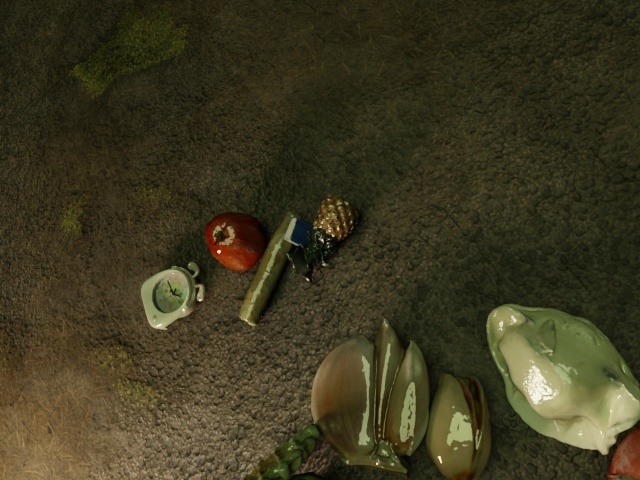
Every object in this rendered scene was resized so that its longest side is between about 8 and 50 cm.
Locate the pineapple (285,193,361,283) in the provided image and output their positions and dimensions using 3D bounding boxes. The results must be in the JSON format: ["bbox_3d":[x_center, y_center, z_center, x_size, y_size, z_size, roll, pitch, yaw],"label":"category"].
[{"bbox_3d":[0.000,0.000,1.350,0.119,0.111,0.237,32,89,0],"label":"pineapple"}]

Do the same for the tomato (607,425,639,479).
[{"bbox_3d":[0.628,0.433,0.884,0.264,0.265,0.265,-7,72,21],"label":"tomato"}]

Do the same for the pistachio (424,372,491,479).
[{"bbox_3d":[0.287,0.387,1.102,0.143,0.144,0.215,-1,77,22],"label":"pistachio"}]

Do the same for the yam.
[{"bbox_3d":[-0.130,0.072,1.406,0.071,0.067,0.318,14,77,53],"label":"yam"}]

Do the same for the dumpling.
[{"bbox_3d":[0.473,0.272,1.071,0.318,0.187,0.243,39,131,39],"label":"dumpling"}]

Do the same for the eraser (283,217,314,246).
[{"bbox_3d":[-0.050,-0.017,1.390,0.027,0.084,0.063,13,80,46],"label":"eraser"}]

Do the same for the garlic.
[{"bbox_3d":[0.110,0.349,1.183,0.278,0.132,0.325,-7,65,23],"label":"garlic"}]

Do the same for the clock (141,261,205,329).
[{"bbox_3d":[-0.407,0.151,1.503,0.191,0.062,0.152,-28,65,12],"label":"clock"}]

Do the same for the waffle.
[{"bbox_3d":[-0.128,0.519,1.139,0.056,0.292,0.309,47,117,8],"label":"waffle"}]

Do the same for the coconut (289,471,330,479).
[{"bbox_3d":[-0.017,0.598,1.129,0.236,0.236,0.205,-37,77,9],"label":"coconut"}]

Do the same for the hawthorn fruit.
[{"bbox_3d":[-0.237,-0.008,1.400,0.162,0.203,0.163,-8,71,23],"label":"hawthorn fruit"}]
